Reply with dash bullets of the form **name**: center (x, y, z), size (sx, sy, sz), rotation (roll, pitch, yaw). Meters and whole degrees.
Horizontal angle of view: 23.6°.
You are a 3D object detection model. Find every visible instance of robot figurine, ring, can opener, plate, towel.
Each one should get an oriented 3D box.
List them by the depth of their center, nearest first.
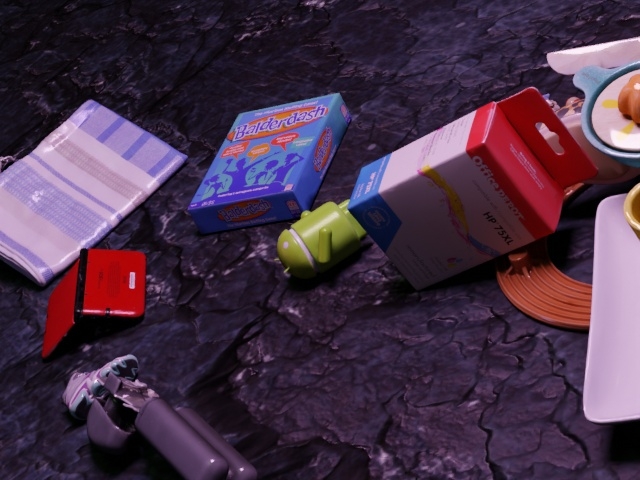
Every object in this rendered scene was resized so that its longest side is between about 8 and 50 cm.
- **plate**: center (0.385, 0.052, 1.400), size (0.278, 0.045, 0.277), rotation (-9, 46, 23)
- **ring**: center (0.337, -0.031, 1.601), size (0.337, 0.032, 0.336), rotation (-20, 32, 13)
- **can opener**: center (-0.167, 0.219, 1.622), size (0.283, 0.076, 0.095), rotation (33, 98, 54)
- **robot figurine**: center (0.000, 0.000, 1.782), size (0.115, 0.067, 0.101), rotation (-33, 22, -6)
- **towel**: center (-0.351, -0.072, 2.132), size (0.209, 0.034, 0.285), rotation (32, 63, 32)

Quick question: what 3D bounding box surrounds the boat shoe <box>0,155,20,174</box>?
- **boat shoe**: center (-0.452, -0.106, 2.286), size (0.206, 0.065, 0.075), rotation (7, 45, 43)

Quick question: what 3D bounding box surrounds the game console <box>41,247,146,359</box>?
- **game console**: center (-0.285, 0.082, 1.939), size (0.124, 0.085, 0.144), rotation (3, 33, -8)

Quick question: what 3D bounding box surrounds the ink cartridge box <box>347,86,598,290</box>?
- **ink cartridge box**: center (0.161, -0.052, 1.622), size (0.231, 0.134, 0.078), rotation (-26, 27, 34)

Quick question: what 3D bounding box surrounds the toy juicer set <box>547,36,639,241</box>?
- **toy juicer set**: center (0.356, -0.140, 1.495), size (0.209, 0.089, 0.329), rotation (-23, 44, 8)

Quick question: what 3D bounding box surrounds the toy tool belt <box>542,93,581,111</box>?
- **toy tool belt**: center (0.263, -0.150, 1.807), size (0.083, 0.052, 0.051), rotation (-35, 41, -11)

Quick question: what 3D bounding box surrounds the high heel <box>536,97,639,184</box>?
- **high heel**: center (0.334, -0.147, 1.667), size (0.261, 0.093, 0.186), rotation (-12, 28, 22)

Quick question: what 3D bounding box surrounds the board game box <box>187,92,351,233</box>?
- **board game box**: center (-0.064, -0.102, 1.996), size (0.160, 0.047, 0.210), rotation (-10, 36, 28)

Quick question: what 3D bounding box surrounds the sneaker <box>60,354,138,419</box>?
- **sneaker**: center (-0.263, 0.160, 1.787), size (0.098, 0.038, 0.069), rotation (-39, 34, -17)
